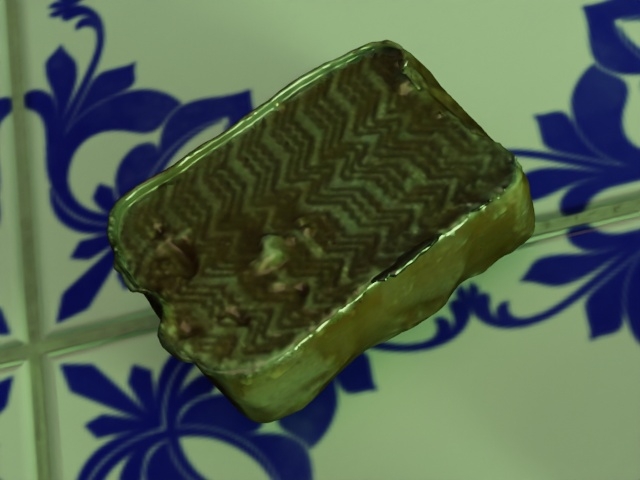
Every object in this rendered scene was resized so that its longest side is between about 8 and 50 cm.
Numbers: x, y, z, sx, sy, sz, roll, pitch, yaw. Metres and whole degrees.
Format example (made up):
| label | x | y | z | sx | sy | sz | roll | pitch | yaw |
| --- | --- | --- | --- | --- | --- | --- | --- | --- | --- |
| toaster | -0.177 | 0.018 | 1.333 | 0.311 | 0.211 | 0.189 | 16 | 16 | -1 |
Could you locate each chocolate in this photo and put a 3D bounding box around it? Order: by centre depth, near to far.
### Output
| label | x | y | z | sx | sy | sz | roll | pitch | yaw |
| --- | --- | --- | --- | --- | --- | --- | --- | --- | --- |
| chocolate | 0.000 | 0.000 | 1.082 | 0.214 | 0.093 | 0.148 | -35 | 55 | -9 |
